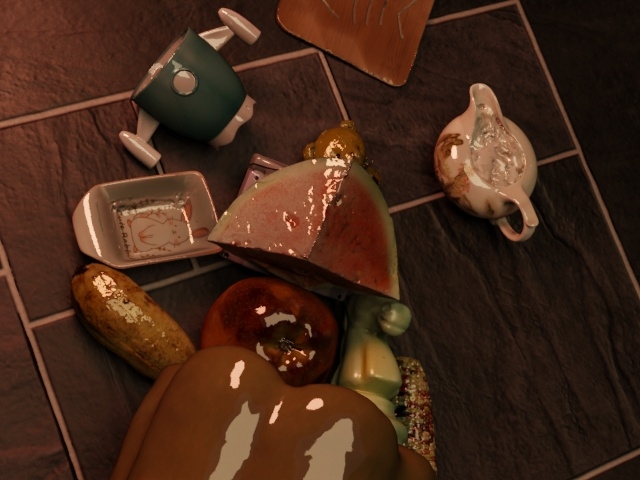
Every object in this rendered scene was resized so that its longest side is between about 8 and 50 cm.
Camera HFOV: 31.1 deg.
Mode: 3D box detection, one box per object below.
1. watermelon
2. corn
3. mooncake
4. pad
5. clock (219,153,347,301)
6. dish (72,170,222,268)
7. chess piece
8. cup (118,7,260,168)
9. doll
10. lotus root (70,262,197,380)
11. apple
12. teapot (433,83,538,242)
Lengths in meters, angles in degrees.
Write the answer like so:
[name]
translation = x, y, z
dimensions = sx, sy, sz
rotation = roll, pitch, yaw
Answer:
[watermelon]
translation = 0.000, 0.000, 1.839
dimensions = 0.260, 0.256, 0.176
rotation = 34, 28, -41
[corn]
translation = 0.153, 0.325, 1.967
dimensions = 0.086, 0.086, 0.254
rotation = 4, 71, -21
[mooncake]
translation = -0.064, 0.352, 1.617
dimensions = 0.467, 0.467, 0.262
rotation = 30, 64, -12
[pad]
translation = 0.076, -0.465, 2.194
dimensions = 0.284, 0.018, 0.287
rotation = 25, 67, -14
[clock]
translation = -0.032, -0.019, 1.957
dimensions = 0.253, 0.083, 0.186
rotation = 20, 94, -15
[dish]
translation = -0.289, -0.023, 1.890
dimensions = 0.234, 0.064, 0.154
rotation = -9, 70, -25
[chess piece]
translation = 0.078, 0.206, 1.918
dimensions = 0.175, 0.176, 0.298
rotation = 17, 69, -17
[cup]
translation = -0.206, -0.246, 1.947
dimensions = 0.173, 0.167, 0.300
rotation = 39, 91, -18
[doll]
translation = 0.063, -0.107, 2.048
dimensions = 0.137, 0.097, 0.210
rotation = -33, 94, -32
[lotus root]
translation = -0.296, 0.135, 1.828
dimensions = 0.258, 0.110, 0.097
rotation = 41, 24, -7
[apple]
translation = -0.082, 0.165, 1.846
dimensions = 0.229, 0.230, 0.230
rotation = 6, 73, -20
[teapot]
translation = 0.316, -0.134, 2.132
dimensions = 0.204, 0.139, 0.298
rotation = -21, 83, -28
